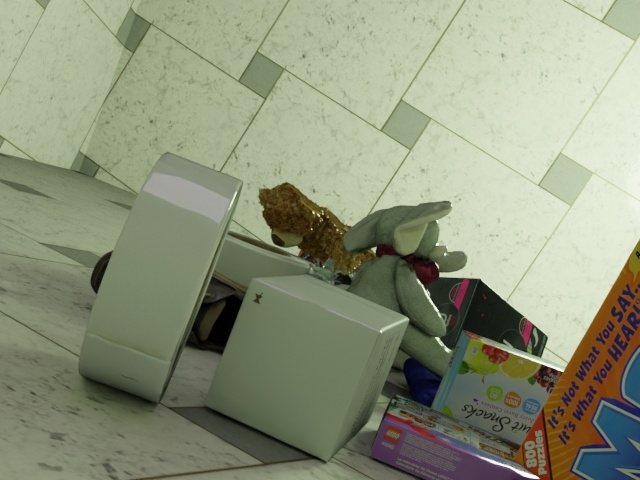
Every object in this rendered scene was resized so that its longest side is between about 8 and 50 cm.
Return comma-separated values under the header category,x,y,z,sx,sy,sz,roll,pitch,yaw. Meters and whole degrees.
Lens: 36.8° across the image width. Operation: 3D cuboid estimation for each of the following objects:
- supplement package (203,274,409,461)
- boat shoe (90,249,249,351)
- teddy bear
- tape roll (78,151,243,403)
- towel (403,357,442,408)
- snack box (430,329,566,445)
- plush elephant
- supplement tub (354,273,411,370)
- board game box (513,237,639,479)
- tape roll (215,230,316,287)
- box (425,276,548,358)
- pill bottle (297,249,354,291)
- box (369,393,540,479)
category,x,y,z,sx,sy,sz,roll,pitch,yaw
supplement package,-0.008,0.158,1.291,0.177,0.175,0.293,23,3,12
boat shoe,-0.189,0.102,1.541,0.355,0.132,0.130,18,3,-17
teddy bear,0.000,0.000,1.975,0.245,0.113,0.338,45,9,24
tape roll,-0.185,0.044,1.135,0.100,0.286,0.286,21,3,-4
towel,0.267,0.297,1.763,0.227,0.076,0.308,13,3,0
snack box,0.291,0.259,1.512,0.207,0.174,0.070,21,6,-6
plush elephant,0.153,0.054,1.738,0.330,0.255,0.272,39,-10,-22
supplement tub,0.165,0.168,2.156,0.191,0.191,0.272,19,3,-24
board game box,0.537,0.232,1.170,0.356,0.356,0.356,19,12,-45
tape roll,-0.143,0.085,1.787,0.246,0.169,0.246,20,2,-1
box,0.326,0.207,1.998,0.143,0.165,0.270,1,-28,49
pill bottle,0.013,0.095,2.138,0.130,0.130,0.245,19,20,-22
box,0.218,0.304,1.311,0.293,0.057,0.201,21,3,8
